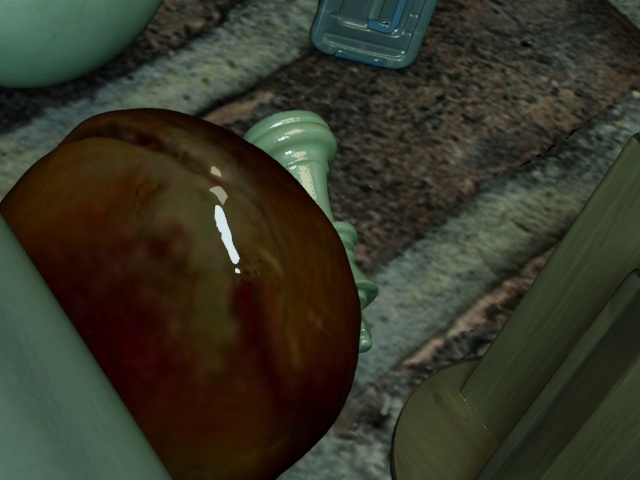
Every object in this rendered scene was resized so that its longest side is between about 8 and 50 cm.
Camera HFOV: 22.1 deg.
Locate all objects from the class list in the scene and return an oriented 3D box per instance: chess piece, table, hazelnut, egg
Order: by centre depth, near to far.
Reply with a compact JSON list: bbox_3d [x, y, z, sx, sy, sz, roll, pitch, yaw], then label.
[{"bbox_3d":[-0.071,0.024,0.775,0.208,0.208,0.208,13,46,-14],"label":"hazelnut"},{"bbox_3d":[0.151,0.066,0.821,0.167,0.226,0.167,12,47,-14],"label":"table"},{"bbox_3d":[0.000,0.000,0.940,0.059,0.059,0.149,-5,60,-28],"label":"chess piece"},{"bbox_3d":[-0.160,-0.168,0.944,0.149,0.149,0.192,34,46,7],"label":"egg"}]

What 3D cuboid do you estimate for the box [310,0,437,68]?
[{"bbox_3d":[0.038,-0.170,1.078,0.074,0.099,0.054,13,32,-13],"label":"box"}]

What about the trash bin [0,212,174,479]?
[{"bbox_3d":[-0.254,0.030,0.641,0.280,0.280,0.432,-23,66,-38],"label":"trash bin"}]
